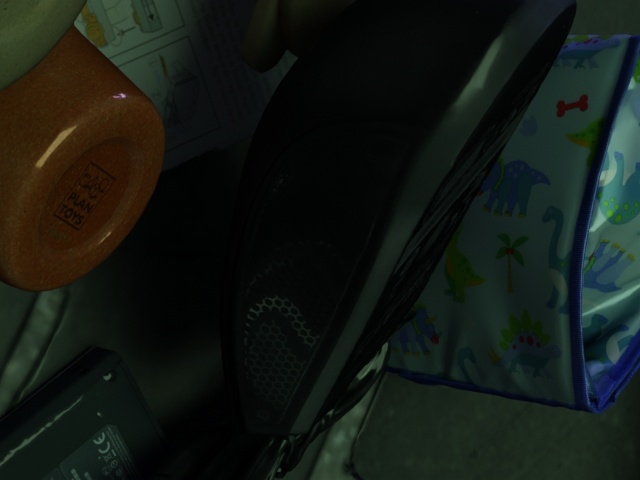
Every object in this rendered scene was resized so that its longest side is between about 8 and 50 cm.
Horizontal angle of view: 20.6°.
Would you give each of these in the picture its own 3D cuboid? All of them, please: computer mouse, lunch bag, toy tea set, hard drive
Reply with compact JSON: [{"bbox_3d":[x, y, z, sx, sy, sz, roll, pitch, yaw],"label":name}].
[{"bbox_3d":[0.000,0.000,0.630,0.188,0.072,0.272,-44,166,-49],"label":"computer mouse"},{"bbox_3d":[0.092,-0.006,0.749,0.096,0.129,0.151,28,76,-38],"label":"lunch bag"},{"bbox_3d":[-0.056,-0.130,0.593,0.336,0.124,0.200,-41,152,-32],"label":"toy tea set"},{"bbox_3d":[-0.110,0.117,0.664,0.135,0.022,0.094,-39,118,-30],"label":"hard drive"}]

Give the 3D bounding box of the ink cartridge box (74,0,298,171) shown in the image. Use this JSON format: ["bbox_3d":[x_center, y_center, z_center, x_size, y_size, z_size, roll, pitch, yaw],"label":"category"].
[{"bbox_3d":[-0.044,-0.137,0.688,0.232,0.066,0.189,-24,111,-13],"label":"ink cartridge box"}]
